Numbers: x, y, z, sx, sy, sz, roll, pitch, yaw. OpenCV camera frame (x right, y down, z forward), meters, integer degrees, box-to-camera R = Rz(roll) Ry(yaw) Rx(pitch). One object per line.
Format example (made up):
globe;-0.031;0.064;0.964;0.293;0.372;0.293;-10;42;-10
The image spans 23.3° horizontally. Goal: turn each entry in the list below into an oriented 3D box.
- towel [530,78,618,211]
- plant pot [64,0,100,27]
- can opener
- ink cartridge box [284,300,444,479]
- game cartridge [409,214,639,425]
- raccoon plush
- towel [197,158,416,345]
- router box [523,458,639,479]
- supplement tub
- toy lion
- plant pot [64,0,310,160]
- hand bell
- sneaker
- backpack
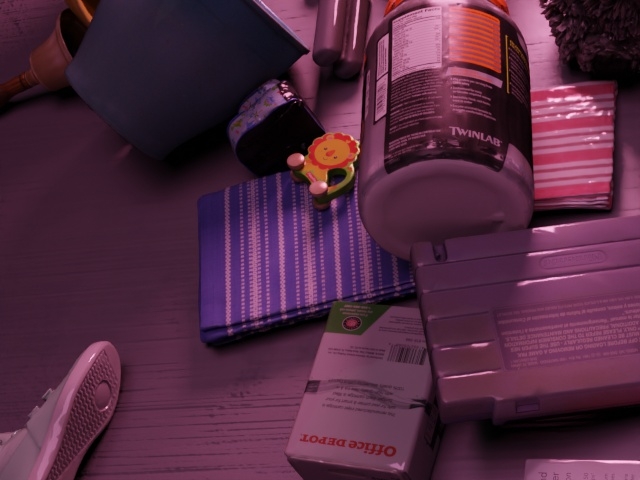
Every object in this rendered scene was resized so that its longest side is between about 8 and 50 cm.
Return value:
towel;0.295;-0.115;1.928;0.144;0.029;0.197;-4;53;20
plant pot;-0.285;-0.428;2.261;0.254;0.254;0.239;-41;36;-8
can opener;0.021;-0.342;2.184;0.095;0.076;0.283;-30;43;44
ink cartridge box;0.065;0.183;1.777;0.153;0.087;0.208;5;59;25
game cartridge;0.290;0.085;1.722;0.355;0.068;0.230;-7;58;-1
raccoon plush;0.319;-0.395;1.923;0.216;0.299;0.446;-43;52;-16
towel;0.000;0.000;1.970;0.336;0.040;0.243;-14;51;12
router box;0.339;0.385;1.527;0.301;0.082;0.335;-2;57;21
supplement tub;0.152;-0.153;1.876;0.207;0.207;0.338;-10;48;16
toy lion;0.013;-0.096;1.997;0.096;0.034;0.100;-28;48;-11
plant pot;-0.199;-0.259;2.095;0.255;0.272;0.271;-46;51;6
hand bell;-0.438;-0.232;2.279;0.242;0.126;0.126;-25;51;20
sneaker;-0.355;0.226;1.919;0.151;0.094;0.255;8;60;30
backpack;-0.065;-0.147;2.050;0.114;0.105;0.084;-37;44;5
